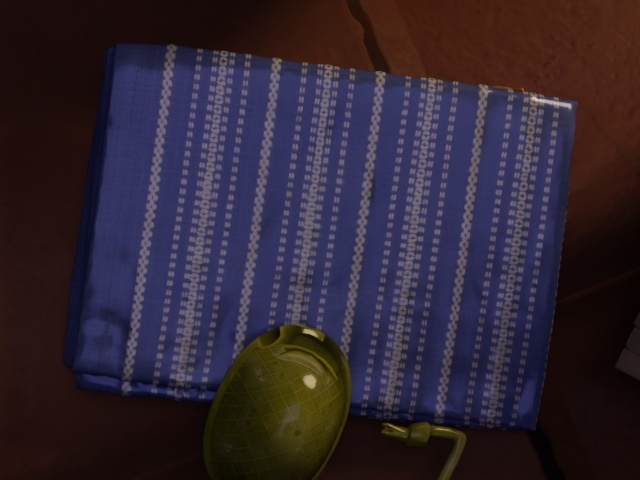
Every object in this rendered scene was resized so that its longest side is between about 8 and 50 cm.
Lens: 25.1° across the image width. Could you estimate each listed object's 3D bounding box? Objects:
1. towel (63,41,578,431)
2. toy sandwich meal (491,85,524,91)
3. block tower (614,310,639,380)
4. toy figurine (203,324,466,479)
[{"bbox_3d":[0.000,0.000,0.999,0.336,0.040,0.243,7,90,-4],"label":"towel"},{"bbox_3d":[0.127,-0.075,1.035,0.085,0.029,0.086,1,82,-4],"label":"toy sandwich meal"},{"bbox_3d":[0.302,-0.052,0.933,0.097,0.091,0.335,27,114,13],"label":"block tower"},{"bbox_3d":[-0.043,0.241,0.867,0.191,0.217,0.363,29,88,-1],"label":"toy figurine"}]
